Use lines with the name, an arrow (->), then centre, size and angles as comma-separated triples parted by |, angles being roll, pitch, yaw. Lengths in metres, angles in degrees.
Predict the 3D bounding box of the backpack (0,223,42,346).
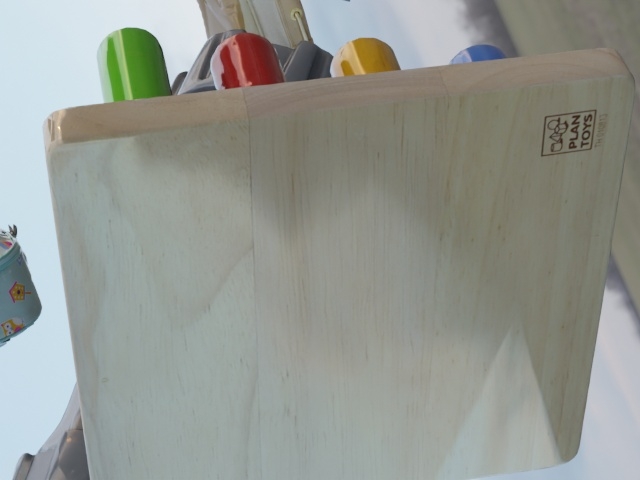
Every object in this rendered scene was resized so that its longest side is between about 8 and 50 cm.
backpack -> -0.345, 0.035, 1.464 | 0.188, 0.166, 0.144 | 34, 139, 54

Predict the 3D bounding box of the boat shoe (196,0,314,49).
boat shoe -> -0.038, -0.152, 0.913 | 0.063, 0.059, 0.170 | 5, 110, 61

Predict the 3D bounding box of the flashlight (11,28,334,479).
flashlight -> -0.058, 0.041, 0.704 | 0.103, 0.103, 0.304 | 32, -131, -19

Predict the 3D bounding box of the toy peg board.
toy peg board -> 0.000, 0.000, 0.506 | 0.079, 0.161, 0.161 | -107, 13, -47
